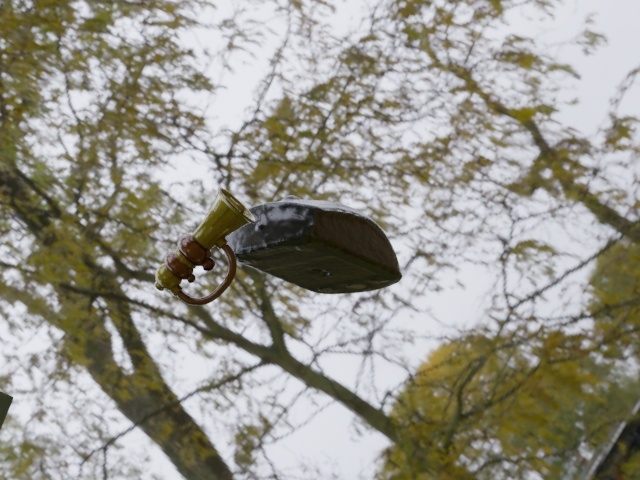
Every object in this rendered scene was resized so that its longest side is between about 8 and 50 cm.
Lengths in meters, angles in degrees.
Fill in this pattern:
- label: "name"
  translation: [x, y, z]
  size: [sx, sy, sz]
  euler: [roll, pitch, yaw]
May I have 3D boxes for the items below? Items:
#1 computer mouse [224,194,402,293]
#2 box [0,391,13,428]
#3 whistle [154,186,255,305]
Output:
- label: "computer mouse"
  translation: [0.000, 0.000, 1.198]
  size: [0.269, 0.170, 0.100]
  euler: [26, -123, -50]
- label: "box"
  translation: [-0.599, 0.338, 1.286]
  size: [0.117, 0.225, 0.225]
  euler: [33, -130, -27]
- label: "whistle"
  translation: [-0.102, 0.011, 0.775]
  size: [0.057, 0.046, 0.109]
  euler: [35, -81, -25]
